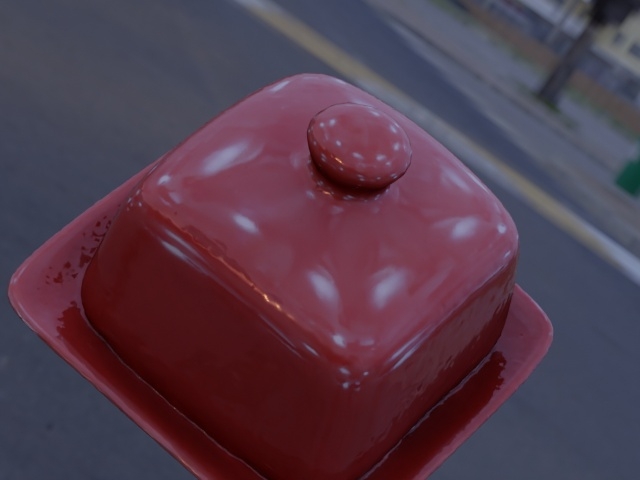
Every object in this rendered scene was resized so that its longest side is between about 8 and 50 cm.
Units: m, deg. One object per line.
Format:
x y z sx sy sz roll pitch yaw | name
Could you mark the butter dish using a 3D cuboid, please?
0.000 0.000 0.675 0.160 0.118 0.160 40 51 14 | butter dish
